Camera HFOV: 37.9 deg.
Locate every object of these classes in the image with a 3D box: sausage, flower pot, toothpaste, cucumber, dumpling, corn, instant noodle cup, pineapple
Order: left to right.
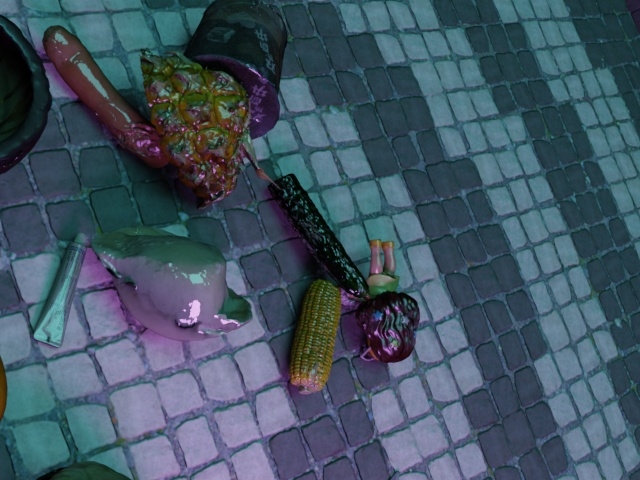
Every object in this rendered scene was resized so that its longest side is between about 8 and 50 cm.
[{"bbox_3d":[-0.553,-0.179,1.328,0.266,0.267,0.267,15,65,-33],"label":"flower pot"},{"bbox_3d":[-0.409,0.075,1.492,0.048,0.029,0.197,24,61,-25],"label":"toothpaste"},{"bbox_3d":[-0.372,-0.245,1.627,0.304,0.078,0.078,48,50,-14],"label":"sausage"},{"bbox_3d":[-0.237,0.051,1.565,0.243,0.175,0.227,59,17,-20],"label":"dumpling"},{"bbox_3d":[-0.188,-0.179,1.618,0.161,0.158,0.335,-90,164,-60],"label":"pineapple"},{"bbox_3d":[-0.161,-0.328,1.745,0.217,0.217,0.207,31,48,-24],"label":"instant noodle cup"},{"bbox_3d":[-0.008,0.177,1.728,0.080,0.080,0.238,31,52,-24],"label":"corn"},{"bbox_3d":[0.000,0.000,1.788,0.067,0.067,0.293,-25,76,-42],"label":"cucumber"}]

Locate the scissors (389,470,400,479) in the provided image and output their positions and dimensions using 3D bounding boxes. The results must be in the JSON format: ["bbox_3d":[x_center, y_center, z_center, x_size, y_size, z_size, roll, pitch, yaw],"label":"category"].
[{"bbox_3d":[0.101,0.491,1.722,0.100,0.015,0.189,51,48,-6],"label":"scissors"}]

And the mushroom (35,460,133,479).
[{"bbox_3d":[-0.279,0.456,1.304,0.344,0.130,0.247,61,10,-3],"label":"mushroom"}]

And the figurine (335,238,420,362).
[{"bbox_3d":[0.123,0.121,1.828,0.174,0.116,0.240,3,69,-38],"label":"figurine"}]

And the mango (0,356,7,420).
[{"bbox_3d":[-0.509,0.192,1.310,0.138,0.113,0.253,13,57,-29],"label":"mango"}]
